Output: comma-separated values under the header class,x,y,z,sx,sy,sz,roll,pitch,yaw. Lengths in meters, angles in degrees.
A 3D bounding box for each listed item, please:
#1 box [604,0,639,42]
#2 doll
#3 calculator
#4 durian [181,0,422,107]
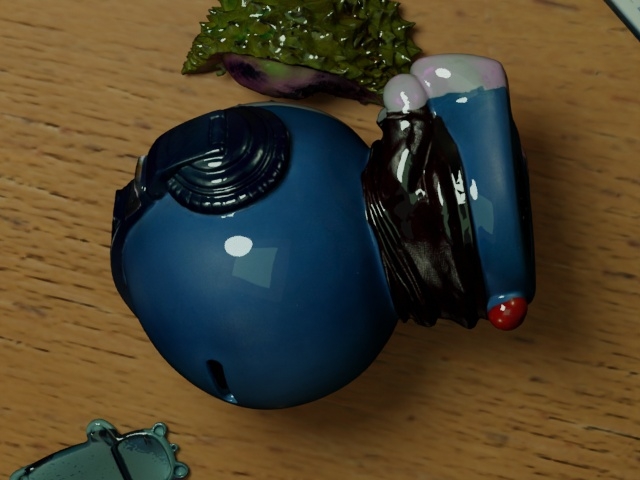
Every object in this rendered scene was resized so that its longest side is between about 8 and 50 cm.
class,x,y,z,sx,sy,sz,roll,pitch,yaw
box,0.283,-0.215,1.408,0.139,0.073,0.194,-41,91,7
doll,0.000,0.000,1.368,0.310,0.284,0.240,-8,52,9
calculator,-0.180,0.195,1.508,0.141,0.019,0.094,-23,93,5
durian,-0.013,-0.166,1.418,0.187,0.108,0.119,11,96,4
